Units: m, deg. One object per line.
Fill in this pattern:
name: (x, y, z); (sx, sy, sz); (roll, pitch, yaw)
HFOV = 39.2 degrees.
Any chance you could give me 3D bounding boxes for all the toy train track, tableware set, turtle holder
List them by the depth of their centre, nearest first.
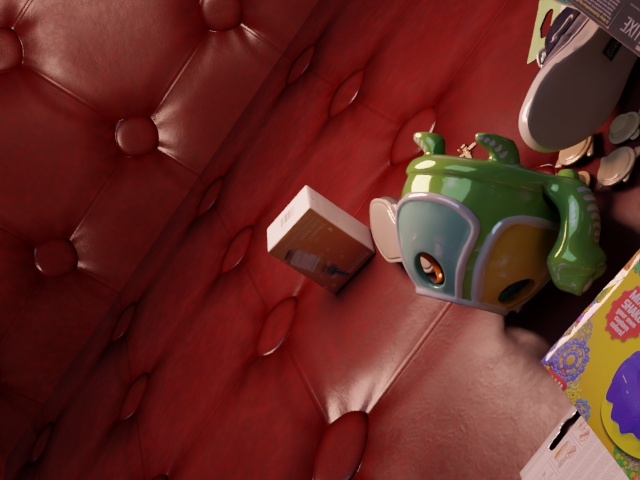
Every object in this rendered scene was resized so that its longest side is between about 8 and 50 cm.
turtle holder: (0.255, -0.011, 1.261); (0.320, 0.243, 0.228); (14, 87, 25)
tableware set: (0.405, -0.121, 1.312); (0.168, 0.020, 0.141); (-26, 38, 53)
toy train track: (0.266, -0.155, 1.635); (0.048, 0.014, 0.083); (-47, 26, 23)

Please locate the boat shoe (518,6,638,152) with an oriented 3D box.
boat shoe: (0.389, -0.263, 1.392); (0.340, 0.127, 0.158); (-49, 15, -16)

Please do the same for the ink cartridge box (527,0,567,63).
ink cartridge box: (0.447, -0.433, 1.577); (0.235, 0.056, 0.171); (-23, 42, 50)

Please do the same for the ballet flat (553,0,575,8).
ballet flat: (0.440, -0.391, 1.279); (0.400, 0.139, 0.139); (30, 87, 32)

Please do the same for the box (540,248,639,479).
box: (0.374, 0.166, 0.690); (0.177, 0.279, 0.290); (-51, 23, 13)

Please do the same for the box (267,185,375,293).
box: (0.000, 0.000, 1.767); (0.130, 0.170, 0.091); (-48, 24, 22)

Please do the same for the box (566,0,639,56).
box: (0.426, -0.384, 1.142); (0.307, 0.076, 0.242); (45, 124, 23)

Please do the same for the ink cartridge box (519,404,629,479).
ink cartridge box: (0.318, 0.256, 1.005); (0.181, 0.056, 0.225); (-54, 5, 8)

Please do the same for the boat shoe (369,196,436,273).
boat shoe: (0.176, -0.009, 1.563); (0.335, 0.095, 0.112); (-144, 50, -70)
